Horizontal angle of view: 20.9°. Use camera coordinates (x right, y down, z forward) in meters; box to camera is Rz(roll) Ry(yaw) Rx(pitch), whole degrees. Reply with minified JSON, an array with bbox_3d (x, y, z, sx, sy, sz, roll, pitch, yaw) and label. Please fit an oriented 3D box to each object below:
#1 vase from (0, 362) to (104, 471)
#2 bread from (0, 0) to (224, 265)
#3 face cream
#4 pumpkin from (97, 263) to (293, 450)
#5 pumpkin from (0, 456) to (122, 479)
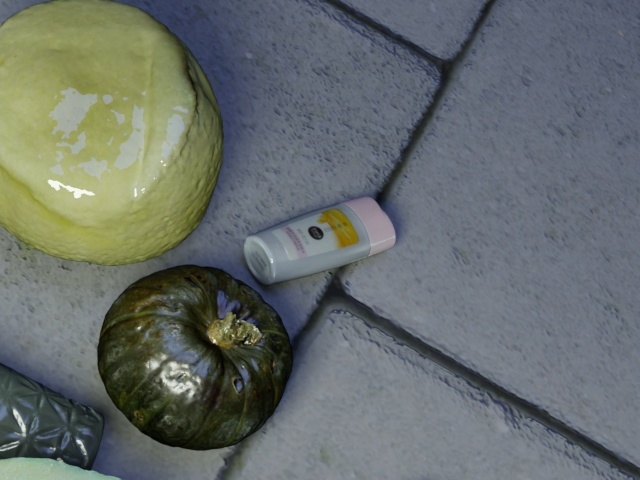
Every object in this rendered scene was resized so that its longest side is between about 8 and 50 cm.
[{"bbox_3d":[-0.379,0.168,1.804,0.301,0.156,0.251,24,20,-13],"label":"vase"},{"bbox_3d":[-0.262,-0.121,2.039,0.320,0.237,0.320,3,50,-4],"label":"bread"},{"bbox_3d":[0.000,0.000,2.169,0.198,0.057,0.084,-19,63,-35],"label":"face cream"},{"bbox_3d":[-0.137,0.127,1.929,0.223,0.157,0.224,20,49,-24],"label":"pumpkin"},{"bbox_3d":[-0.316,0.346,1.629,0.293,0.197,0.263,20,62,-36],"label":"pumpkin"}]
